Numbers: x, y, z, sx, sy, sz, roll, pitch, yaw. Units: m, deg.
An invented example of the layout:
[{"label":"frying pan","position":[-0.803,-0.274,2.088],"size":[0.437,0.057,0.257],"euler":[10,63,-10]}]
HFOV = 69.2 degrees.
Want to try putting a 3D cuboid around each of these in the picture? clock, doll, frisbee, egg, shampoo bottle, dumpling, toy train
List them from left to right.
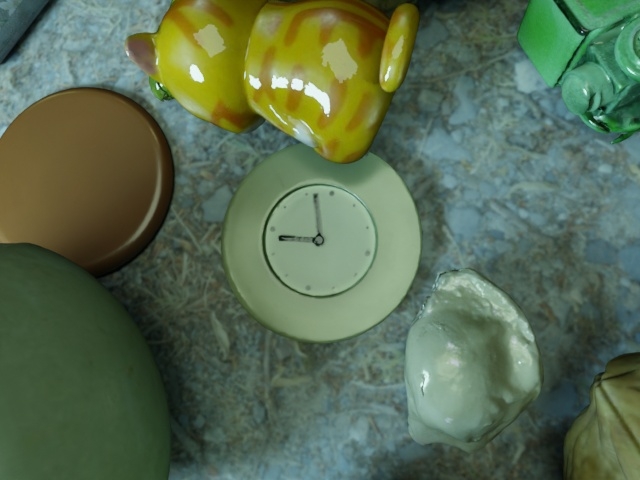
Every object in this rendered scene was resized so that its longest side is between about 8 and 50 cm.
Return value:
[{"label":"shampoo bottle","position":[-0.411,-0.287,0.589],"size":[0.072,0.072,0.214],"euler":[36,89,8]},{"label":"egg","position":[-0.284,0.179,0.421],"size":[0.278,0.278,0.336],"euler":[-27,79,2]},{"label":"frisbee","position":[-0.306,-0.074,0.581],"size":[0.250,0.021,0.251],"euler":[-1,83,6]},{"label":"doll","position":[-0.039,-0.179,0.488],"size":[0.269,0.162,0.167],"euler":[8,45,9]},{"label":"clock","position":[0.000,0.000,0.541],"size":[0.235,0.029,0.235],"euler":[-1,84,7]},{"label":"dumpling","position":[0.150,0.129,0.471],"size":[0.136,0.118,0.199],"euler":[14,107,9]},{"label":"toy train","position":[0.348,-0.231,0.484],"size":[0.243,0.132,0.188],"euler":[-23,74,3]}]

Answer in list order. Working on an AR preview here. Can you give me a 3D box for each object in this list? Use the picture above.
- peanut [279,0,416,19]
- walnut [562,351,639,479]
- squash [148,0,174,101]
[{"label":"peanut","position":[0.084,-0.325,0.508],"size":[0.313,0.152,0.152],"euler":[-15,83,0]},{"label":"walnut","position":[0.355,0.218,0.365],"size":[0.313,0.277,0.252],"euler":[43,58,13]},{"label":"squash","position":[-0.168,-0.259,0.574],"size":[0.052,0.052,0.183],"euler":[16,82,7]}]
